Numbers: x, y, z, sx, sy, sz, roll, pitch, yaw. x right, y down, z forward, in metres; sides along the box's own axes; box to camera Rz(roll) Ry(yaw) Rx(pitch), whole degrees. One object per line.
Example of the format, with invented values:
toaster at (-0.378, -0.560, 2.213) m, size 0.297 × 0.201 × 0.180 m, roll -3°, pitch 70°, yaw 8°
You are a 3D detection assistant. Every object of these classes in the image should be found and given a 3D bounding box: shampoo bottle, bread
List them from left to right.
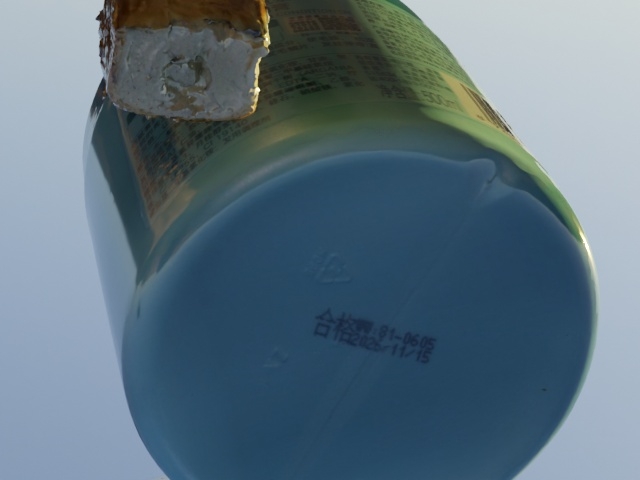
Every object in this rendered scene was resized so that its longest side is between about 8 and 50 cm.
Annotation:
bread at (-0.070, -0.098, 0.766) m, size 0.083 × 0.077 × 0.070 m, roll 4°, pitch -135°, yaw -13°
shampoo bottle at (0.000, 0.000, 1.127) m, size 0.331 × 0.331 × 0.343 m, roll -1°, pitch -154°, yaw -13°

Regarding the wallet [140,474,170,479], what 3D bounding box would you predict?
wallet at (-0.212, 0.241, 1.356) m, size 0.255 × 0.031 × 0.137 m, roll -10°, pitch 176°, yaw -22°
